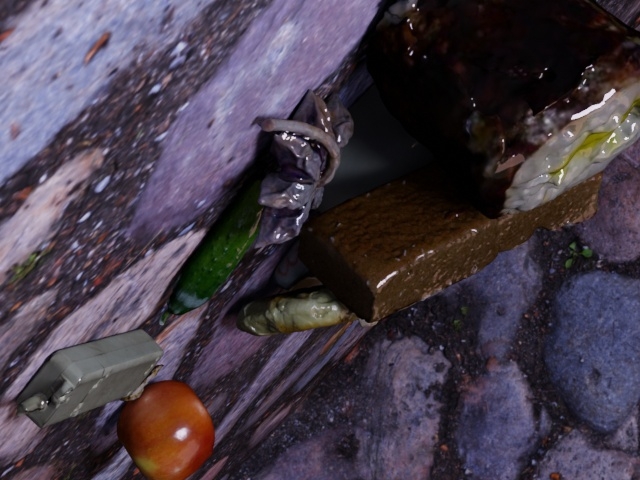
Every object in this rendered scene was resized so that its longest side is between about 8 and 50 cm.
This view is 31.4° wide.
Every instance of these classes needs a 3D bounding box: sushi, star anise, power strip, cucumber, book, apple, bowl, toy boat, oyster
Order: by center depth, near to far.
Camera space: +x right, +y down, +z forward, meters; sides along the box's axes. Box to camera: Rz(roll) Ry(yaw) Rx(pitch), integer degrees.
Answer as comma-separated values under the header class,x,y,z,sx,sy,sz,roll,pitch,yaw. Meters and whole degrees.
class,x,y,z,sx,sy,sz,roll,pitch,yaw
star anise,-0.023,-0.091,1.419,0.230,0.081,0.262,-58,168,-15
power strip,-0.295,0.174,1.426,0.093,0.053,0.288,-49,168,14
sushi,0.237,-0.202,1.428,0.299,0.294,0.281,-30,162,-21
cucumber,-0.136,0.023,1.498,0.250,0.056,0.056,-52,168,20
bowl,0.113,-0.119,1.701,0.289,0.146,0.289,-44,168,-12
oyster,-0.272,0.214,1.729,0.083,0.019,0.054,-47,170,-12
apple,-0.239,0.299,1.785,0.139,0.163,0.163,-36,166,-15
toy boat,0.000,0.000,1.914,0.134,0.079,0.208,-21,163,-50
book,-0.062,0.120,2.179,0.138,0.016,0.199,-49,168,6

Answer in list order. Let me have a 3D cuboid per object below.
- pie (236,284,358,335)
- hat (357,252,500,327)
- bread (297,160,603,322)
class,x,y,z,sx,sy,sz,roll,pitch,yaw
pie,-0.001,0.110,1.916,0.306,0.071,0.306,-12,180,0
hat,0.146,0.027,1.765,0.214,0.149,0.245,-33,-177,31
bread,0.182,-0.030,1.563,0.417,0.165,0.113,-24,137,-25
